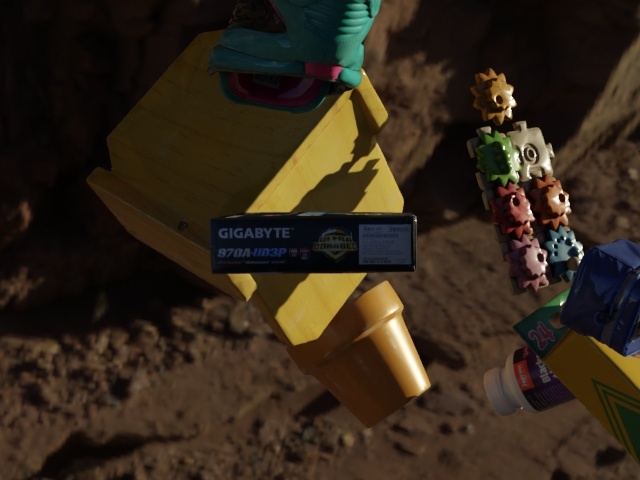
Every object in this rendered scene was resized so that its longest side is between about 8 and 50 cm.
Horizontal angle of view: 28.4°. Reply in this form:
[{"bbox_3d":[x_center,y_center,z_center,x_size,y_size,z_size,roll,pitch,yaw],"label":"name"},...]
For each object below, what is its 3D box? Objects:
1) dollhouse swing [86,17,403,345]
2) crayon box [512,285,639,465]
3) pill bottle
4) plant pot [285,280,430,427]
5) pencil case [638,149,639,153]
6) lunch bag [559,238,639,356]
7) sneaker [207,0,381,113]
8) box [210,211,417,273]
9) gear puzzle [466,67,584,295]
[{"bbox_3d":[-0.088,-0.075,1.845,0.315,0.305,0.347,29,69,22],"label":"dollhouse swing"},{"bbox_3d":[0.398,0.160,1.461,0.318,0.081,0.202,47,45,16],"label":"crayon box"},{"bbox_3d":[0.363,0.212,2.016,0.108,0.193,0.108,40,36,-37],"label":"pill bottle"},{"bbox_3d":[0.078,0.200,2.103,0.205,0.205,0.188,-27,81,-51],"label":"plant pot"},{"bbox_3d":[0.456,-0.176,1.439,0.104,0.104,0.236,28,74,19],"label":"pencil case"},{"bbox_3d":[0.224,0.042,0.919,0.065,0.067,0.098,27,22,28],"label":"lunch bag"},{"bbox_3d":[-0.033,-0.197,1.018,0.124,0.178,0.295,7,20,-21],"label":"sneaker"},{"bbox_3d":[0.000,0.000,1.160,0.175,0.051,0.220,0,2,4],"label":"box"},{"bbox_3d":[0.304,-0.097,1.866,0.175,0.044,0.339,-12,84,-38],"label":"gear puzzle"}]
